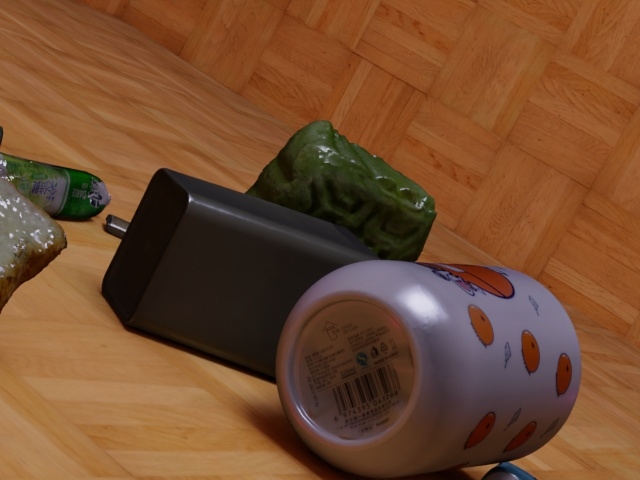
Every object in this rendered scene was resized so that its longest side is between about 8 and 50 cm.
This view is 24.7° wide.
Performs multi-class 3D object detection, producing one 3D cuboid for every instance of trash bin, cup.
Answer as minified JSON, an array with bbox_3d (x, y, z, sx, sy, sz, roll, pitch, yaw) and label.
[{"bbox_3d":[-0.081,0.037,1.514,0.240,0.164,0.122,22,11,-32],"label":"trash bin"},{"bbox_3d":[0.104,0.126,1.437,0.212,0.212,0.317,33,14,27],"label":"cup"}]

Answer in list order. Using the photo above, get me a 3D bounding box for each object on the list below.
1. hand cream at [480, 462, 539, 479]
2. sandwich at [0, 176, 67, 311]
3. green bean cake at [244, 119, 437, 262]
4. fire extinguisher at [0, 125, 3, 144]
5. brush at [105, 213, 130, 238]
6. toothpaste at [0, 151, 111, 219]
[{"bbox_3d":[0.207,0.263,1.554,0.083,0.048,0.224,32,4,19],"label":"hand cream"},{"bbox_3d":[-0.315,-0.002,1.060,0.226,0.087,0.251,33,23,-8],"label":"sandwich"},{"bbox_3d":[0.000,0.000,1.684,0.222,0.248,0.125,25,12,-32],"label":"green bean cake"},{"bbox_3d":[-0.478,-0.140,1.476,0.311,0.114,0.095,24,51,-22],"label":"fire extinguisher"},{"bbox_3d":[-0.150,0.019,1.803,0.248,0.036,0.043,26,6,-18],"label":"brush"},{"bbox_3d":[-0.308,-0.057,1.685,0.047,0.078,0.248,-10,-7,19],"label":"toothpaste"}]
